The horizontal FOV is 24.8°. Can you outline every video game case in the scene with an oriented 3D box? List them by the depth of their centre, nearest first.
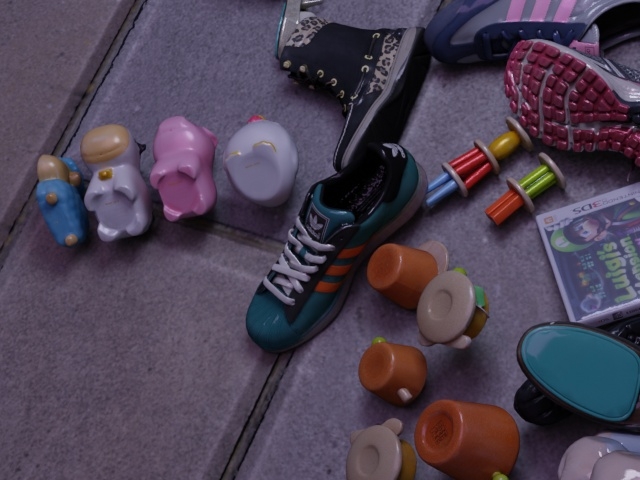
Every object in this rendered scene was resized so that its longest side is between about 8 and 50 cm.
[{"bbox_3d":[0.352,0.011,1.681,0.173,0.022,0.190,-19,41,9],"label":"video game case"}]

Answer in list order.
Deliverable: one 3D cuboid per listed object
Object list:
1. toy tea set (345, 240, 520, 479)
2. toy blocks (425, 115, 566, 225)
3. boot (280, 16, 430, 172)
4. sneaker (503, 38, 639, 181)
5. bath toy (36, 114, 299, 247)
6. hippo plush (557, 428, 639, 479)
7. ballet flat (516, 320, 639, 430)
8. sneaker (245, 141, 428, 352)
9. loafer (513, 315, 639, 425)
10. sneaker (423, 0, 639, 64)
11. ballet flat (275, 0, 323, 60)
[{"bbox_3d":[0.141,0.151,1.686,0.200,0.124,0.336,-17,60,43],"label":"toy tea set"},{"bbox_3d":[0.207,-0.067,1.782,0.148,0.054,0.123,-36,59,-1],"label":"toy blocks"},{"bbox_3d":[0.024,-0.190,1.885,0.179,0.085,0.236,15,64,26],"label":"boot"},{"bbox_3d":[0.358,-0.155,1.746,0.299,0.120,0.112,29,34,20],"label":"sneaker"},{"bbox_3d":[-0.190,-0.093,1.889,0.348,0.129,0.151,-10,106,15],"label":"bath toy"},{"bbox_3d":[0.360,0.328,1.476,0.234,0.294,0.236,9,94,41],"label":"hippo plush"},{"bbox_3d":[0.342,0.161,1.538,0.281,0.096,0.095,19,84,11],"label":"ballet flat"},{"bbox_3d":[0.000,0.000,1.763,0.108,0.121,0.302,40,92,31],"label":"sneaker"},{"bbox_3d":[0.316,0.140,1.634,0.223,0.078,0.076,-25,91,-12],"label":"loafer"},{"bbox_3d":[0.290,-0.269,1.821,0.319,0.112,0.131,-19,58,10],"label":"sneaker"},{"bbox_3d":[-0.025,-0.317,1.980,0.052,0.057,0.168,5,67,9],"label":"ballet flat"}]
